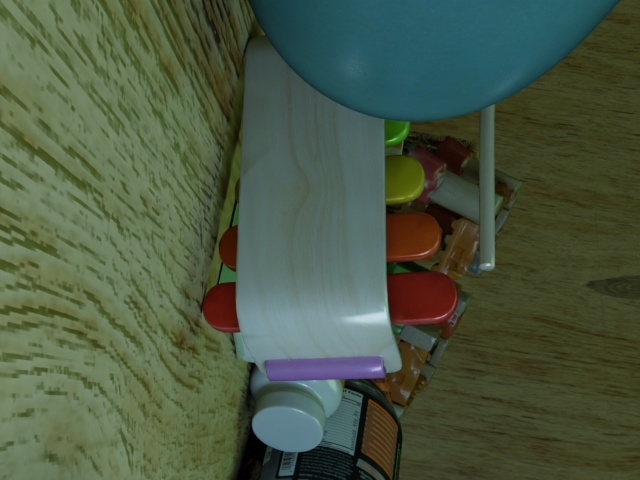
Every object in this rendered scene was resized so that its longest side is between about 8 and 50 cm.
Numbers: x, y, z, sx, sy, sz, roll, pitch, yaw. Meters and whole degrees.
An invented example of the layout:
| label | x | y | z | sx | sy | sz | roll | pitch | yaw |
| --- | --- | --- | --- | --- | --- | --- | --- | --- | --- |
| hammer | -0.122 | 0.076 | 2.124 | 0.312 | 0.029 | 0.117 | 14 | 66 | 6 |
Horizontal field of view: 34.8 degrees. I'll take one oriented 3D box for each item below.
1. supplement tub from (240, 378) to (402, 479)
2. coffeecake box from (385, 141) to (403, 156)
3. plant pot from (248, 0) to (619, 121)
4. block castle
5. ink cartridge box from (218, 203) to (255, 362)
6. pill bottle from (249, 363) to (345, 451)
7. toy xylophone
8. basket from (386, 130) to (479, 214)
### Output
| label | x | y | z | sx | sy | sz | roll | pitch | yaw |
| --- | --- | --- | --- | --- | --- | --- | --- | --- | --- |
| supplement tub | -0.001 | 0.319 | 1.342 | 0.338 | 0.207 | 0.207 | -76 | 174 | -52 |
| coffeecake box | 0.050 | -0.143 | 1.508 | 0.185 | 0.142 | 0.068 | -76 | 173 | -58 |
| plant pot | 0.072 | -0.216 | 0.674 | 0.235 | 0.293 | 0.293 | 109 | -7 | -62 |
| block castle | 0.141 | 0.057 | 1.700 | 0.453 | 0.213 | 0.303 | -68 | 166 | 17 |
| ink cartridge box | -0.051 | 0.013 | 1.023 | 0.235 | 0.056 | 0.171 | 95 | 5 | -69 |
| pill bottle | -0.024 | 0.156 | 1.287 | 0.208 | 0.117 | 0.117 | -77 | 175 | -48 |
| toy xylophone | 0.030 | -0.046 | 0.813 | 0.081 | 0.236 | 0.323 | 56 | 40 | -65 |
| basket | 0.156 | -0.115 | 2.019 | 0.213 | 0.299 | 0.223 | -37 | 138 | -83 |
